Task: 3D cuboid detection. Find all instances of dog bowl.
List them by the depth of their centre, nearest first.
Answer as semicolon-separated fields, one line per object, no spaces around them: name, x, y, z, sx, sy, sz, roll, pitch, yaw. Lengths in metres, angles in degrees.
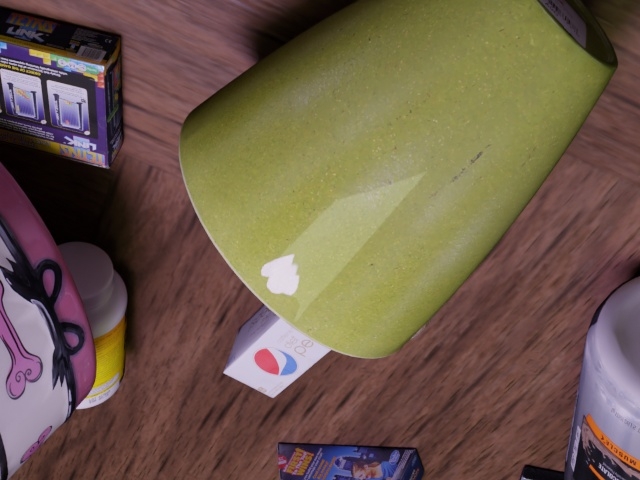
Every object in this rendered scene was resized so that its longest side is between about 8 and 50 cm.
dog bowl;-0.389;0.053;1.149;0.408;0.150;0.408;35;142;34

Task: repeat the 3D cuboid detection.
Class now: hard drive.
hard drive;0.305;0.350;1.459;0.094;0.022;0.135;10;138;8

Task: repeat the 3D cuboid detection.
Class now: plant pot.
plant pot;0.084;-0.096;0.894;0.275;0.275;0.293;38;120;-22

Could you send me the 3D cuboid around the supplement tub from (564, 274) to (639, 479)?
supplement tub;0.366;0.207;1.144;0.207;0.207;0.338;6;138;12

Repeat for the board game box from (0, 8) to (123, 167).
board game box;-0.283;-0.153;1.085;0.170;0.048;0.141;15;141;3

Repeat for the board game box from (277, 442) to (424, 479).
board game box;0.009;0.347;1.460;0.194;0.194;0.060;9;139;30

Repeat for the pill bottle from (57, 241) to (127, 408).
pill bottle;-0.290;0.100;1.310;0.117;0.117;0.215;15;139;1

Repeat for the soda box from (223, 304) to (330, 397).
soda box;-0.027;0.098;1.259;0.074;0.069;0.216;30;138;-15

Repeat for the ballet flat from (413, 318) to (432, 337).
ballet flat;0.000;0.000;1.098;0.316;0.106;0.107;34;164;-18
